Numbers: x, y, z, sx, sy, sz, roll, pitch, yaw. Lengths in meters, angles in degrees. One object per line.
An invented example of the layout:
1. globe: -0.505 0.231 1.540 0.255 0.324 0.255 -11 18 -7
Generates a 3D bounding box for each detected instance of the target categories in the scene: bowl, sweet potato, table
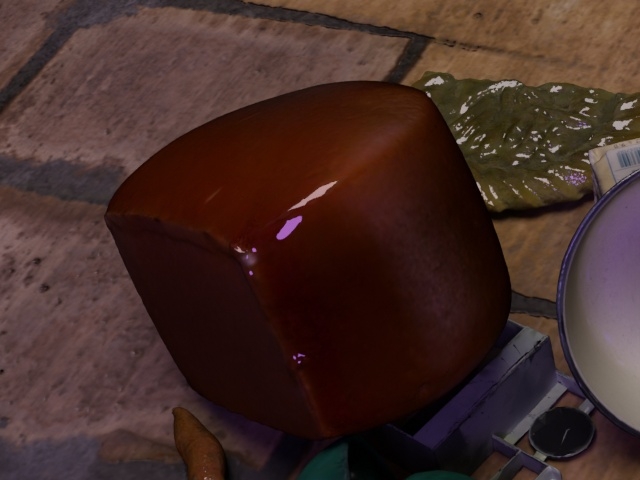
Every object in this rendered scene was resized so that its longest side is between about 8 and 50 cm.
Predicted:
1. bowl: 0.297 0.037 1.213 0.237 0.238 0.126 -12 10 5
2. sweet potato: -0.094 0.197 1.276 0.044 0.044 0.179 -21 42 -5
3. table: 0.134 0.138 1.256 0.175 0.062 0.146 25 56 40

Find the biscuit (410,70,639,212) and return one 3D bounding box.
1. biscuit: 0.186 -0.096 1.503 0.273 0.036 0.187 8 47 24

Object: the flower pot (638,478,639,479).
1. flower pot: 0.256 0.229 1.005 0.235 0.141 0.235 12 42 -11

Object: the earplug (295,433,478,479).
1. earplug: 0.063 0.261 1.109 0.280 0.164 0.257 -17 78 16

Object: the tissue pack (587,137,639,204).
1. tissue pack: 0.345 -0.028 1.342 0.196 0.092 0.148 -13 42 6

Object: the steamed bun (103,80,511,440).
1. steamed bun: 0.000 0.000 1.247 0.248 0.235 0.379 -31 16 -20
